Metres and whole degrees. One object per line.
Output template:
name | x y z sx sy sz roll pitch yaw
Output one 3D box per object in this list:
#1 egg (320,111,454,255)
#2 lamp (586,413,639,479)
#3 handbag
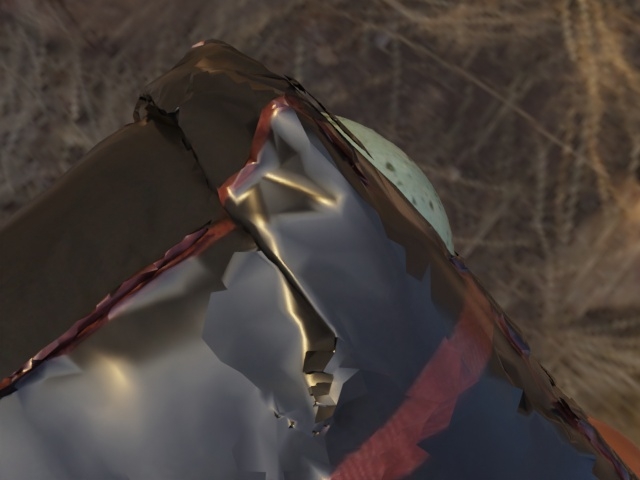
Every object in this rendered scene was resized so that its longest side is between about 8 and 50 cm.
egg | 0.000 0.000 0.641 0.085 0.085 0.110 -46 141 -1
lamp | 0.070 0.152 0.765 0.164 0.187 0.187 12 108 -28
handbag | -0.012 0.080 0.444 0.169 0.155 0.215 -43 109 -2
